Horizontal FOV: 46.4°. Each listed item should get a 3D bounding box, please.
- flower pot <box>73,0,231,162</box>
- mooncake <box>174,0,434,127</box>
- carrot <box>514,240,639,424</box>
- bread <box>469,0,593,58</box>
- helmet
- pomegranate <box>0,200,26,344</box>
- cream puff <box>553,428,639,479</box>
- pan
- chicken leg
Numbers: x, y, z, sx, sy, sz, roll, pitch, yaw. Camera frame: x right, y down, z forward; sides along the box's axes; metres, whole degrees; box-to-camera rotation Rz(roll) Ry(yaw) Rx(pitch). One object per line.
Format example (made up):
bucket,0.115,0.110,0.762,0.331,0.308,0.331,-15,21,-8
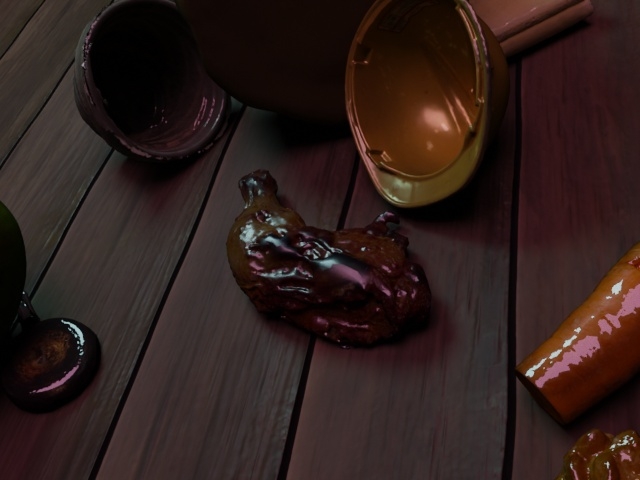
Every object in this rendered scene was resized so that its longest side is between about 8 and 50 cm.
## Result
flower pot,-0.254,-0.216,1.056,0.140,0.235,0.235,-7,41,49
mooncake,-0.005,-0.344,0.950,0.378,0.378,0.201,-22,33,0
carrot,0.257,0.077,0.641,0.193,0.087,0.087,-44,48,-13
bread,0.257,-0.309,1.023,0.178,0.060,0.139,-29,44,-6
helmet,0.146,-0.167,0.871,0.205,0.140,0.257,-17,81,45
pomegranate,-0.450,0.059,0.852,0.310,0.216,0.358,-50,7,10
cream puff,0.215,0.198,0.529,0.116,0.122,0.094,-34,15,52
pan,-0.330,0.110,0.873,0.114,0.040,0.212,-31,45,-16
chicken leg,-0.010,0.007,0.825,0.322,0.083,0.177,19,49,33
